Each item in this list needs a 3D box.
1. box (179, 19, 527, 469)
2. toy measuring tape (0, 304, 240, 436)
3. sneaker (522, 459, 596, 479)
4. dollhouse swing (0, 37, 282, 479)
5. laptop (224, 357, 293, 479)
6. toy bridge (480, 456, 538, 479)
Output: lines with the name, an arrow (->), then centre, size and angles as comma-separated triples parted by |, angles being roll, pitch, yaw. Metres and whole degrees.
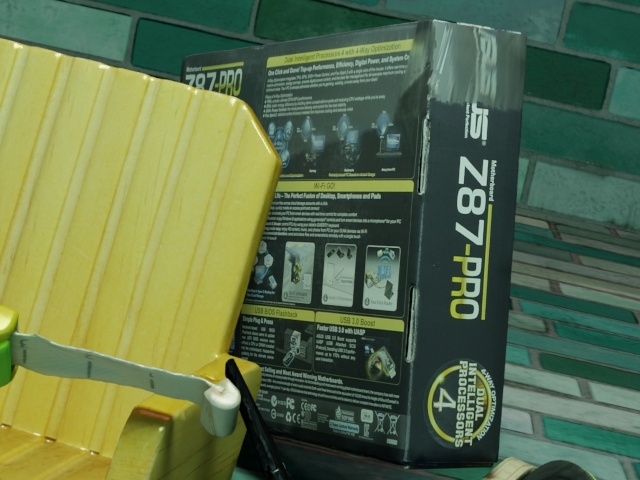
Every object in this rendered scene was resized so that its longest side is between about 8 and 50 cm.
box -> 0.000, 0.000, 1.413 | 0.097, 0.318, 0.395 | 3, -1, -32
toy measuring tape -> -0.221, 0.099, 1.113 | 0.330, 0.121, 0.121 | 15, 10, 4
sneaker -> 0.230, 0.249, 1.149 | 0.121, 0.111, 0.300 | 32, 10, -30
dollhouse swing -> -0.226, 0.027, 1.269 | 0.346, 0.305, 0.315 | 16, 10, 14
laptop -> 0.062, 0.194, 1.155 | 0.136, 0.264, 0.234 | -26, 15, -4
toy bridge -> 0.139, 0.193, 1.317 | 0.026, 0.063, 0.188 | 23, -4, 23
